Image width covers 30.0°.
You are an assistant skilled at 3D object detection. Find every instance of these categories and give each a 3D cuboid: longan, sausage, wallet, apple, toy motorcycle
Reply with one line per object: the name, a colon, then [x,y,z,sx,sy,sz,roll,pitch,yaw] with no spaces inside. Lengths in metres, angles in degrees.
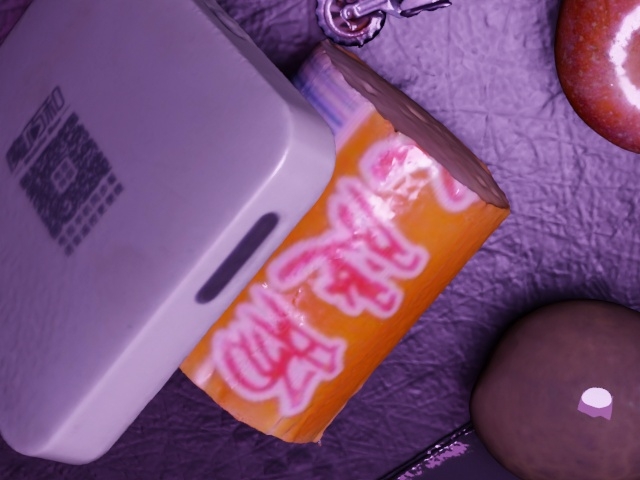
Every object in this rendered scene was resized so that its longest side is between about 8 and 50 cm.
longan: [0.246,0.144,1.118,0.212,0.198,0.198,-3,105,21]
sausage: [0.000,0.000,1.069,0.233,0.233,0.287,38,102,-7]
wallet: [0.118,0.284,1.241,0.244,0.025,0.124,-34,101,9]
apple: [0.306,-0.178,1.049,0.201,0.162,0.201,4,110,12]
toy motorcycle: [0.086,-0.260,1.075,0.215,0.080,0.122,-21,103,12]

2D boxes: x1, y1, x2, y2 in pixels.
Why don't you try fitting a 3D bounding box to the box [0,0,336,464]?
box: [-0.195,-0.050,1.033,0.367,0.373,0.090,-49,142,13]
